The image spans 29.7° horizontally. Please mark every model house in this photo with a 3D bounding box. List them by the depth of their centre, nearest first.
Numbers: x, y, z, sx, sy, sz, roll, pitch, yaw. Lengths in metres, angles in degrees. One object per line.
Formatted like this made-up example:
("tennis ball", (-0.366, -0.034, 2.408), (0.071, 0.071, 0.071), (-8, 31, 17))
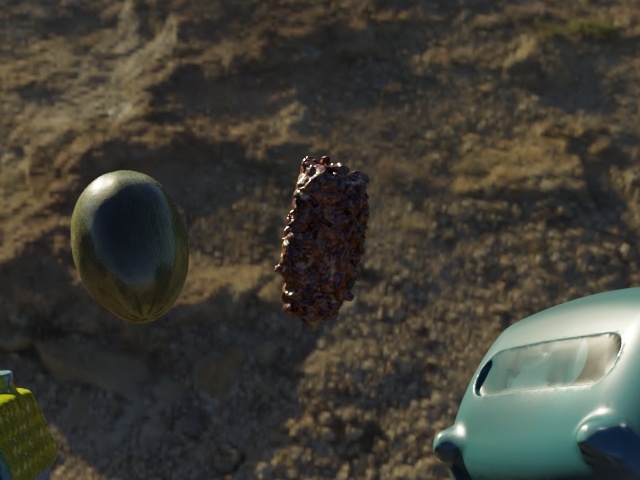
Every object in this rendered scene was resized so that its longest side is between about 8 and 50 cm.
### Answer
("model house", (-0.518, 0.357, 1.829), (0.215, 0.303, 0.237), (1, 2, 3))

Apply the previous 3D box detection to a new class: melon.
("melon", (-0.158, 0.005, 1.006), (0.098, 0.098, 0.131), (-12, 72, -24))

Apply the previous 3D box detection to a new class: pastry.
("pastry", (0.002, 0.000, 1.543), (0.115, 0.209, 0.097), (6, 16, -3))

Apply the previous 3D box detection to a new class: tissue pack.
("tissue pack", (0.224, 0.138, 0.860), (0.206, 0.287, 0.198), (31, 70, -19))
